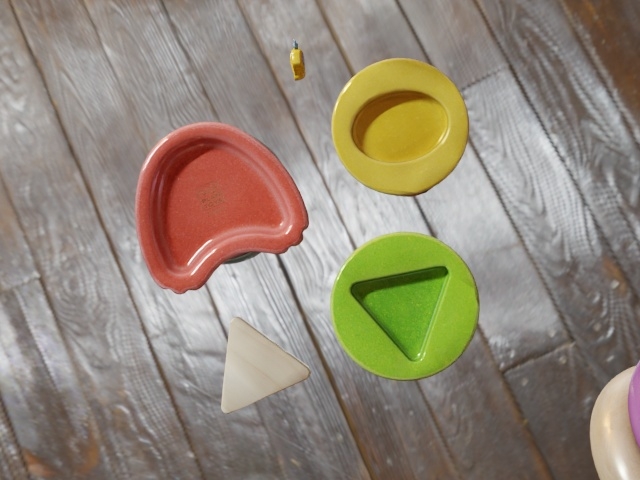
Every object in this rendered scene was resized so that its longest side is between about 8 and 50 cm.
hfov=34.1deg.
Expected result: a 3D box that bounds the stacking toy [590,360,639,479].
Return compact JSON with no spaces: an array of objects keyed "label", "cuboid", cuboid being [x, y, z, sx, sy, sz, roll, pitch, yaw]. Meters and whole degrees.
[{"label":"stacking toy","cuboid":[0.272,0.037,0.501,0.141,0.330,0.141,14,45,-15]}]

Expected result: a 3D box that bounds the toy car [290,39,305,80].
[{"label":"toy car","cuboid":[0.013,-0.190,0.849,0.060,0.040,0.122,11,82,4]}]

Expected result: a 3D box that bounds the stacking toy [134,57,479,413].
[{"label":"stacking toy","cuboid":[0.000,0.000,0.976,0.309,0.130,0.279,-14,89,2]}]
